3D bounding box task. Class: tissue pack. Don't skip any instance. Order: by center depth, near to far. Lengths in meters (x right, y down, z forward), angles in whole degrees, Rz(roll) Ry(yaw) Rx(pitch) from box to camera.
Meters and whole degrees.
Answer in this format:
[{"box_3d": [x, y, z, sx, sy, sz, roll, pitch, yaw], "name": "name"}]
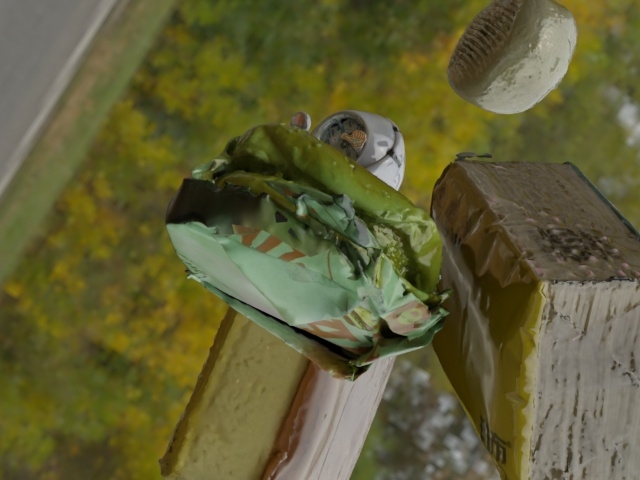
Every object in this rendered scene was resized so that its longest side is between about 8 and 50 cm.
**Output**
[{"box_3d": [0.172, 0.064, 1.355, 0.271, 0.134, 0.192, -115, -154, -66], "name": "tissue pack"}]

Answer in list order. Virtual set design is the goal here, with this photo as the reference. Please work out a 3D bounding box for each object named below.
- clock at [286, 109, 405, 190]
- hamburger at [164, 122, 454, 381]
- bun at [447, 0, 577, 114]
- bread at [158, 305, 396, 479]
[{"box_3d": [0.001, -0.082, 1.722, 0.176, 0.117, 0.080, -24, 153, 23], "name": "clock"}, {"box_3d": [-0.001, 0.000, 1.269, 0.235, 0.214, 0.125, 95, 20, -58], "name": "hamburger"}, {"box_3d": [0.240, -0.221, 2.096, 0.166, 0.113, 0.173, -40, -155, 36], "name": "bun"}, {"box_3d": [-0.027, 0.162, 1.889, 0.323, 0.143, 0.333, 56, 55, -72], "name": "bread"}]
